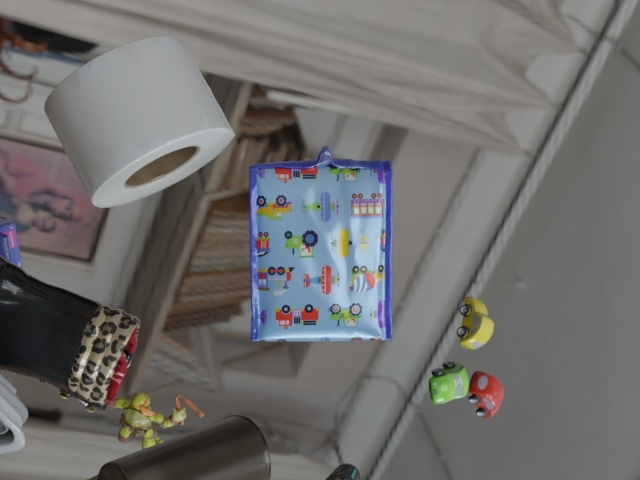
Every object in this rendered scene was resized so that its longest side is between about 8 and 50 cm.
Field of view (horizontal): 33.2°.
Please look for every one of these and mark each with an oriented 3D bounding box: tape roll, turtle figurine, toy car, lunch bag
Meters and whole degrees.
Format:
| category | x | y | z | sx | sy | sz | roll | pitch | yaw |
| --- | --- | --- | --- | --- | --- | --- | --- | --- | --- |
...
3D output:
| category | x | y | z | sx | sy | sz | roll | pitch | yaw |
| --- | --- | --- | --- | --- | --- | --- | --- | --- | --- |
| tape roll | -0.281 | -0.182 | 1.668 | 0.169 | 0.246 | 0.246 | 61 | -33 | 7 |
| turtle figurine | -0.401 | 0.412 | 2.457 | 0.217 | 0.270 | 0.087 | 100 | 6 | -49 |
| toy car | 0.265 | 0.237 | 1.929 | 0.053 | 0.225 | 0.239 | -3 | -78 | 34 |
| lunch bag | 0.000 | 0.000 | 1.670 | 0.138 | 0.221 | 0.293 | -100 | -169 | -71 |

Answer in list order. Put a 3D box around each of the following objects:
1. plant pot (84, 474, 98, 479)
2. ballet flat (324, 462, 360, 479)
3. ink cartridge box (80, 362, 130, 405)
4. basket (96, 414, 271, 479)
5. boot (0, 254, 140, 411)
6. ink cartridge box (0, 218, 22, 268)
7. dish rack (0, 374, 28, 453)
| category | x | y | z | sx | sy | sz | roll | pitch | yaw |
| --- | --- | --- | --- | --- | --- | --- | --- | --- | --- |
| plant pot | -0.443 | 0.490 | 2.064 | 0.083 | 0.079 | 0.083 | 51 | -19 | 25 |
| ballet flat | 0.004 | 0.513 | 2.055 | 0.203 | 0.074 | 0.074 | -53 | -152 | 13 |
| ink cartridge box | -0.524 | 0.305 | 2.555 | 0.150 | 0.063 | 0.109 | -42 | -162 | 6 |
| basket | -0.220 | 0.381 | 1.682 | 0.154 | 0.227 | 0.204 | 58 | -46 | 25 |
| boot | -0.418 | 0.159 | 1.514 | 0.377 | 0.284 | 0.138 | 116 | -4 | -46 |
| ink cartridge box | -0.709 | 0.039 | 2.256 | 0.311 | 0.065 | 0.185 | 13 | -64 | 41 |
| dish rack | -0.549 | 0.158 | 1.391 | 0.286 | 0.333 | 0.072 | -15 | -144 | 34 |
